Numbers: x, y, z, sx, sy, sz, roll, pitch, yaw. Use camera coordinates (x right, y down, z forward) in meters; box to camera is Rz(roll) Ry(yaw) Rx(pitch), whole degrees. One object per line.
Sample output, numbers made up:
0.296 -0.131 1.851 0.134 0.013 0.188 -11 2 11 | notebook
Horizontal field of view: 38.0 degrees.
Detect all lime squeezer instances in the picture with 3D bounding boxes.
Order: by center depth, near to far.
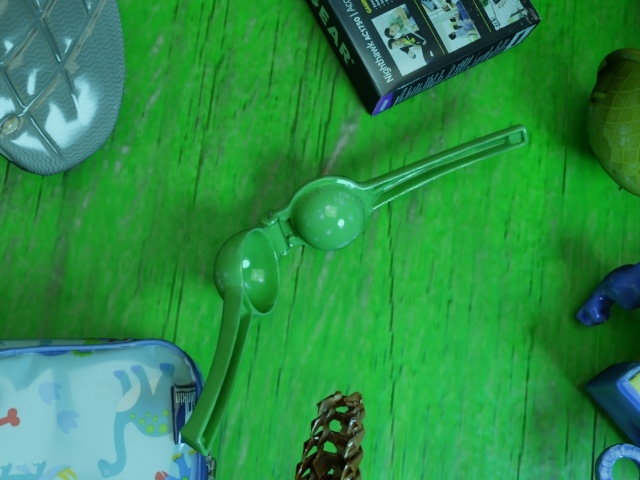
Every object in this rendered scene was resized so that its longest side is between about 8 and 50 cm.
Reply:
0.000 0.000 0.589 0.310 0.110 0.059 -41 112 -28 | lime squeezer

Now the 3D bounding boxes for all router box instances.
0.053 -0.198 0.661 0.133 0.046 0.179 -27 84 -12 | router box

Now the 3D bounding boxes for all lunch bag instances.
-0.171 0.146 0.545 0.218 0.090 0.176 1 82 -7 | lunch bag

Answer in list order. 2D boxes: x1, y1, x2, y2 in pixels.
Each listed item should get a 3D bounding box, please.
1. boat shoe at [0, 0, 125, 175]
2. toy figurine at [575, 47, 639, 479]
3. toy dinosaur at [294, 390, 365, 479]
-0.238 -0.208 0.583 0.132 0.130 0.356 -30 103 -22 | boat shoe
0.242 0.067 0.573 0.217 0.191 0.362 -41 84 -1 | toy figurine
-0.050 0.232 0.477 0.164 0.218 0.322 1 91 29 | toy dinosaur
